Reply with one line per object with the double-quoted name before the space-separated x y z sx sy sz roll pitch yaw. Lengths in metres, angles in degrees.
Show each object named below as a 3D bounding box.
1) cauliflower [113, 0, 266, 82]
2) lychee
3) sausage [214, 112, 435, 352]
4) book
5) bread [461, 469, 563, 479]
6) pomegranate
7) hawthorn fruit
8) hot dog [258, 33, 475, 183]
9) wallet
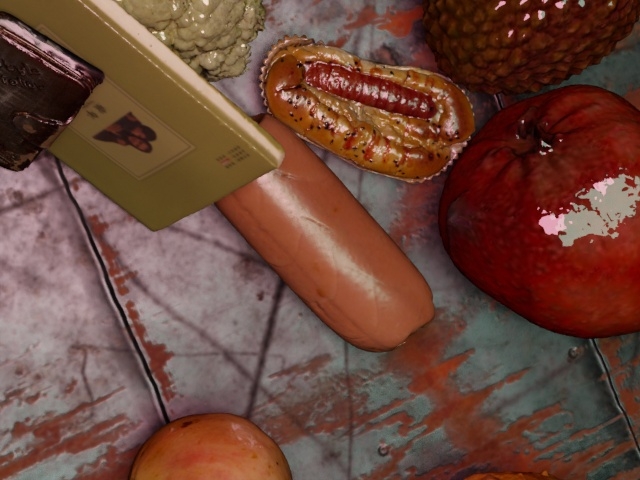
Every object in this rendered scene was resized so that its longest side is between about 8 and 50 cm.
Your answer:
"cauliflower" -0.171 -0.293 1.339 0.272 0.275 0.250 19 55 1
"lychee" 0.227 -0.280 1.431 0.236 0.236 0.271 39 103 -14
"sausage" 0.001 0.001 1.438 0.121 0.121 0.304 -45 102 -8
"book" -0.232 -0.149 1.300 0.352 0.239 0.035 39 52 -23
"bread" 0.226 0.401 1.440 0.172 0.312 0.312 -7 96 -31
"pomegranate" -0.114 0.275 1.396 0.191 0.191 0.191 -1 94 -15
"hawthorn fruit" 0.286 -0.011 1.454 0.265 0.265 0.307 -39 121 -9
"hot dog" 0.049 -0.147 1.468 0.253 0.069 0.131 19 89 -14
"wallet" -0.304 -0.138 1.300 0.122 0.232 0.031 34 57 -15
